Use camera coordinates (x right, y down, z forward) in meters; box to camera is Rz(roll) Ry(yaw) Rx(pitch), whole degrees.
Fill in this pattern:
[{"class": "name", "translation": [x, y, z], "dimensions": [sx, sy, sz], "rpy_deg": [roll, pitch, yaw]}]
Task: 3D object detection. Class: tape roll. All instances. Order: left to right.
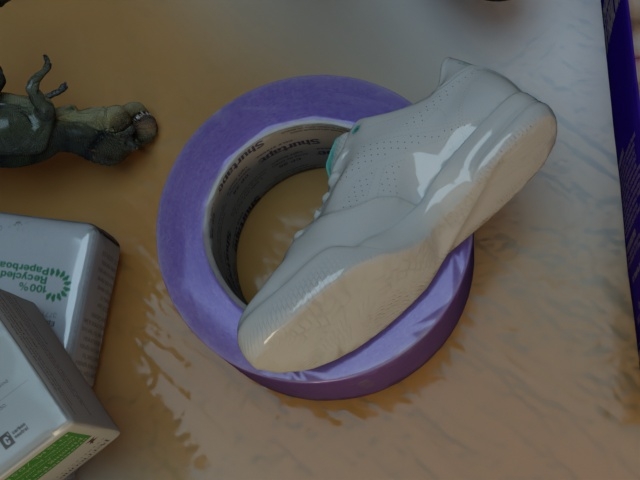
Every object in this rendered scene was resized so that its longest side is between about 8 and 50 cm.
[{"class": "tape roll", "translation": [0.000, 0.000, 0.671], "dimensions": [0.189, 0.080, 0.189], "rpy_deg": [-2, 73, 8]}]

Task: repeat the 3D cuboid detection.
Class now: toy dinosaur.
[{"class": "toy dinosaur", "translation": [-0.238, -0.094, 0.688], "dimensions": [0.268, 0.064, 0.118], "rpy_deg": [-8, 91, -15]}]

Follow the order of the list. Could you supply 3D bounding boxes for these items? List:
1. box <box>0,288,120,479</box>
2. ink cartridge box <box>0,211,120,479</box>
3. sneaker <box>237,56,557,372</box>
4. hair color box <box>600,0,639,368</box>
[{"class": "box", "translation": [-0.187, 0.094, 0.598], "dimensions": [0.101, 0.087, 0.102], "rpy_deg": [-38, 76, -2]}, {"class": "ink cartridge box", "translation": [-0.315, 0.132, 0.686], "dimensions": [0.324, 0.071, 0.330], "rpy_deg": [8, 79, 10]}, {"class": "sneaker", "translation": [0.026, -0.018, 0.600], "dimensions": [0.212, 0.080, 0.094], "rpy_deg": [-41, 61, -11]}, {"class": "hair color box", "translation": [0.271, -0.077, 0.641], "dimensions": [0.185, 0.110, 0.338], "rpy_deg": [-4, 72, 8]}]
